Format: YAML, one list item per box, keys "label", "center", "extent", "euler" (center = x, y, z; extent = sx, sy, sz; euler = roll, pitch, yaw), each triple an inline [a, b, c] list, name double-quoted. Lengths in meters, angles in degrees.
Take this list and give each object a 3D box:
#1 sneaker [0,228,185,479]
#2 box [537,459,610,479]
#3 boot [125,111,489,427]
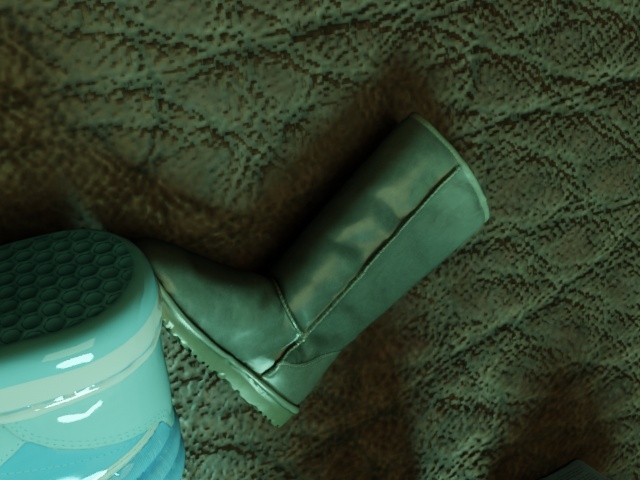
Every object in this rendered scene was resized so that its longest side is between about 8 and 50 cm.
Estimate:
- label: "sneaker"
  center: [-0.220, 0.131, 0.469]
  extent: [0.318, 0.127, 0.208]
  euler: [-14, 129, -4]
- label: "box"
  center: [0.216, 0.310, 0.737]
  extent: [0.114, 0.103, 0.203]
  euler: [-21, 112, -20]
- label: "boot"
  center: [-0.002, -0.002, 0.560]
  extent: [0.208, 0.076, 0.190]
  euler: [-44, 131, -2]
